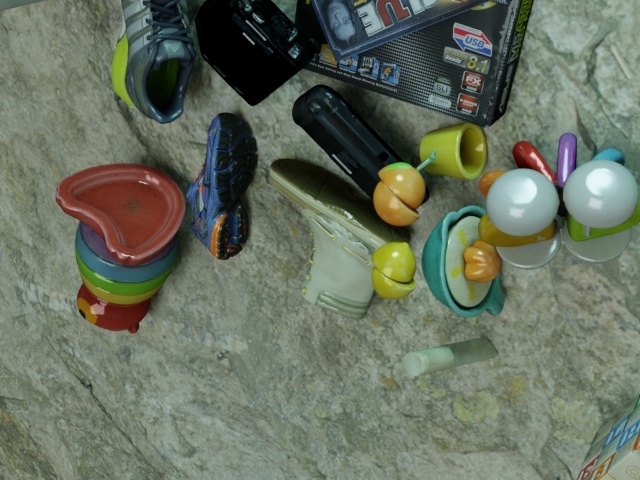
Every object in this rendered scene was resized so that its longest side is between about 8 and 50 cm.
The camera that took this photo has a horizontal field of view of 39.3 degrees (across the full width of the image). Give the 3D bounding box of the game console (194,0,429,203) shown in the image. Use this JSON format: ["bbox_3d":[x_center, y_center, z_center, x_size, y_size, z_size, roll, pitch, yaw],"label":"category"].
[{"bbox_3d":[-0.013,-0.164,1.117,0.361,0.044,0.213,45,164,-12],"label":"game console"}]

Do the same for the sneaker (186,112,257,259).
[{"bbox_3d":[-0.152,-0.079,1.274,0.087,0.083,0.221,26,121,29],"label":"sneaker"}]

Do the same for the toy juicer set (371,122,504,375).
[{"bbox_3d":[0.152,0.040,1.055,0.090,0.209,0.328,3,114,41],"label":"toy juicer set"}]

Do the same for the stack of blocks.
[{"bbox_3d":[0.412,0.206,0.997,0.087,0.171,0.297,40,127,9],"label":"stack of blocks"}]

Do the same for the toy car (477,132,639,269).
[{"bbox_3d":[0.263,-0.053,0.992,0.182,0.159,0.136,-6,66,13],"label":"toy car"}]

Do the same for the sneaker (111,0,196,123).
[{"bbox_3d":[-0.205,-0.288,1.164,0.121,0.111,0.299,45,142,42],"label":"sneaker"}]

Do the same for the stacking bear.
[{"bbox_3d":[-0.306,0.034,1.377,0.175,0.164,0.289,41,139,16],"label":"stacking bear"}]

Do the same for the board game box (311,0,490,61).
[{"bbox_3d":[0.090,-0.307,0.951,0.243,0.042,0.165,-15,104,37],"label":"board game box"}]

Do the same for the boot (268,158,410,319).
[{"bbox_3d":[0.000,0.000,1.217,0.213,0.077,0.165,34,128,11],"label":"boot"}]

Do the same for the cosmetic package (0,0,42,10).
[{"bbox_3d":[-0.366,-0.431,1.138,0.138,0.225,0.224,44,128,10],"label":"cosmetic package"}]

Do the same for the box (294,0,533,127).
[{"bbox_3d":[0.102,-0.273,1.026,0.270,0.060,0.216,23,124,22],"label":"box"}]
